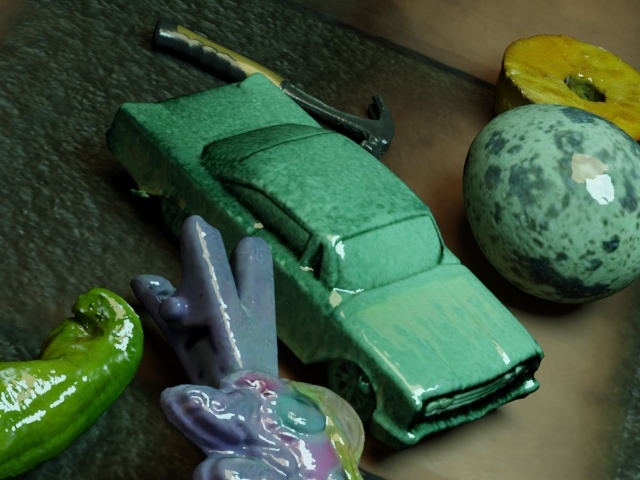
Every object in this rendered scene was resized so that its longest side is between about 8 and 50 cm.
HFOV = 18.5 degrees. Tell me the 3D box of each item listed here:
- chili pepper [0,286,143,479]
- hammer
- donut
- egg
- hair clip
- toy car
[{"bbox_3d":[-0.181,0.097,1.099,0.204,0.072,0.073,-33,103,-44],"label":"chili pepper"},{"bbox_3d":[-0.035,-0.119,1.491,0.201,0.021,0.078,26,36,5],"label":"hammer"},{"bbox_3d":[0.201,-0.104,1.562,0.152,0.058,0.152,15,36,-11],"label":"donut"},{"bbox_3d":[0.166,-0.030,1.387,0.132,0.132,0.172,-3,32,-30],"label":"egg"},{"bbox_3d":[-0.047,0.092,1.144,0.137,0.090,0.278,19,32,-40],"label":"hair clip"},{"bbox_3d":[0.000,0.000,1.290,0.141,0.097,0.320,-17,51,-40],"label":"toy car"}]
